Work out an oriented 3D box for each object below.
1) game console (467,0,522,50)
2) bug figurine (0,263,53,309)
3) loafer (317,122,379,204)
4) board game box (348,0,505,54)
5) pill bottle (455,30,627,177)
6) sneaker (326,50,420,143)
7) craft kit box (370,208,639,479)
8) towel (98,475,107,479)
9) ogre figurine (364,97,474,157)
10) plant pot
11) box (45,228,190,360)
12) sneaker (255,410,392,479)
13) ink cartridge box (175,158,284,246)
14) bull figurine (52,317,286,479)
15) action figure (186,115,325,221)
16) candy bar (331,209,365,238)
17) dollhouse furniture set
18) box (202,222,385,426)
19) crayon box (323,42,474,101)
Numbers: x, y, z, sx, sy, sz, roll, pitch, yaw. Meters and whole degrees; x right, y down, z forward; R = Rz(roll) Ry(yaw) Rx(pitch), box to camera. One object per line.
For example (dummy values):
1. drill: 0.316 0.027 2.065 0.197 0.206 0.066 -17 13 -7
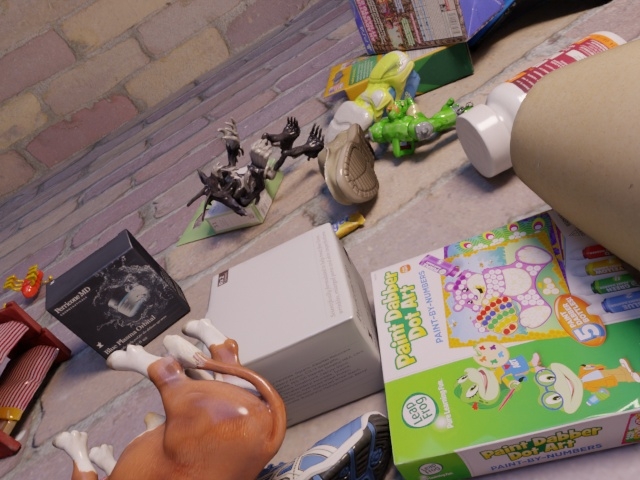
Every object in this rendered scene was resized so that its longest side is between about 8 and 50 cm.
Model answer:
1. game console: 0.491 -0.556 1.091 0.250 0.173 0.293 -46 18 40
2. bug figurine: -0.799 0.171 1.122 0.279 0.072 0.216 -21 40 7
3. loafer: 0.043 -0.127 0.822 0.092 0.102 0.268 -28 19 22
4. board game box: 0.199 -0.546 0.971 0.141 0.232 0.291 -44 35 -20
5. pill bottle: 0.315 -0.187 0.653 0.221 0.121 0.121 -28 33 4
6. sneaker: 0.122 -0.270 0.969 0.240 0.126 0.091 -46 57 25
7. craft kit box: 0.181 0.089 0.461 0.247 0.061 0.250 -24 33 16
8. towel: -0.217 0.315 0.505 0.197 0.029 0.144 -28 33 0
9. ogre figurine: 0.169 -0.209 0.835 0.118 0.096 0.197 -31 44 -33
10. plant pot: 0.312 -0.073 0.386 0.256 0.256 0.274 -38 32 -10
11. box: -0.333 0.095 0.767 0.156 0.158 0.093 -38 34 -10
12. sneaker: -0.024 0.226 0.416 0.211 0.080 0.081 -39 35 -12
13. ink cartridge box: -0.207 -0.083 1.001 0.235 0.056 0.171 -12 38 24
14. bull figurine: -0.154 0.219 0.406 0.310 0.101 0.188 -50 58 3
15. action figure: -0.133 -0.153 0.869 0.276 0.141 0.164 -37 55 -26
16. candy bar: 0.000 0.000 0.755 0.161 0.018 0.040 -30 33 1
17. dollhouse furniture set: -0.652 0.276 0.787 0.374 0.152 0.201 -22 34 15
18. box: -0.033 0.102 0.552 0.182 0.119 0.181 -25 34 10
19. crayon box: 0.178 -0.401 1.085 0.323 0.083 0.203 -16 36 21
